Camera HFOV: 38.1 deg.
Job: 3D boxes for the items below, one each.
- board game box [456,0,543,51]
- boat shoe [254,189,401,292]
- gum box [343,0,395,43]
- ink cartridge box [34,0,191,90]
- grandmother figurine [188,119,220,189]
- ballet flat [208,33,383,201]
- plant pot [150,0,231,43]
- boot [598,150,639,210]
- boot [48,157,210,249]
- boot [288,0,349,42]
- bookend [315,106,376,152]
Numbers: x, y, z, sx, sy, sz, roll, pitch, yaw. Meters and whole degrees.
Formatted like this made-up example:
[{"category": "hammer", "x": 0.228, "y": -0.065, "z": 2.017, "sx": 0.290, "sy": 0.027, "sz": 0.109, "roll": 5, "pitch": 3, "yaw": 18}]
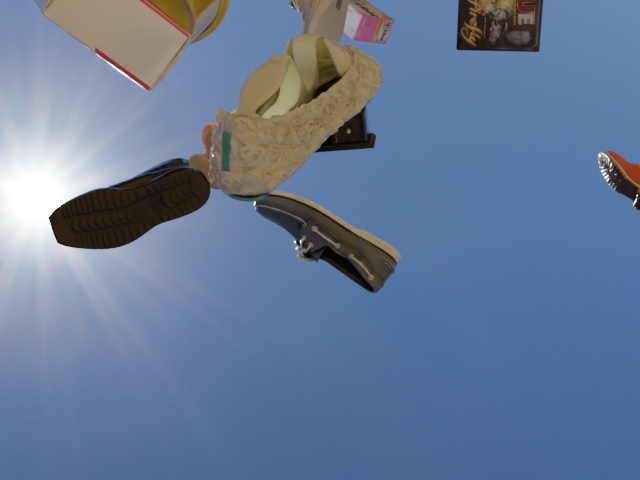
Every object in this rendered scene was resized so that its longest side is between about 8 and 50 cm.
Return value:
[{"category": "board game box", "x": 0.353, "y": -0.494, "z": 1.811, "sx": 0.165, "sy": 0.243, "sz": 0.042, "roll": 3, "pitch": -164, "yaw": 11}, {"category": "boat shoe", "x": 0.000, "y": 0.000, "z": 1.849, "sx": 0.319, "sy": 0.116, "sz": 0.099, "roll": 27, "pitch": -107, "yaw": 3}, {"category": "gum box", "x": 0.067, "y": -0.527, "z": 2.144, "sx": 0.107, "sy": 0.062, "sz": 0.188, "roll": -5, "pitch": -142, "yaw": -42}, {"category": "ink cartridge box", "x": -0.349, "y": -0.372, "z": 1.519, "sx": 0.207, "sy": 0.117, "sz": 0.283, "roll": 34, "pitch": -175, "yaw": -28}, {"category": "grandmother figurine", "x": -0.094, "y": -0.217, "z": 1.665, "sx": 0.104, "sy": 0.207, "sz": 0.342, "roll": 51, "pitch": -141, "yaw": -5}, {"category": "ballet flat", "x": -0.023, "y": -0.202, "z": 1.255, "sx": 0.147, "sy": 0.147, "sz": 0.409, "roll": 39, "pitch": -139, "yaw": -3}, {"category": "plant pot", "x": -0.304, "y": -0.480, "z": 1.816, "sx": 0.254, "sy": 0.254, "sz": 0.239, "roll": 28, "pitch": -147, "yaw": -16}, {"category": "boot", "x": 0.588, "y": -0.119, "z": 1.716, "sx": 0.084, "sy": 0.059, "sz": 0.158, "roll": -34, "pitch": -115, "yaw": -15}, {"category": "boot", "x": -0.245, "y": -0.052, "z": 1.191, "sx": 0.197, "sy": 0.077, "sz": 0.137, "roll": -14, "pitch": -161, "yaw": -11}, {"category": "boot", "x": -0.014, "y": -0.491, "z": 1.976, "sx": 0.095, "sy": 0.123, "sz": 0.258, "roll": 41, "pitch": -116, "yaw": -51}, {"category": "bookend", "x": 0.032, "y": -0.272, "z": 1.955, "sx": 0.157, "sy": 0.156, "sz": 0.072, "roll": -3, "pitch": -156, "yaw": 9}]
